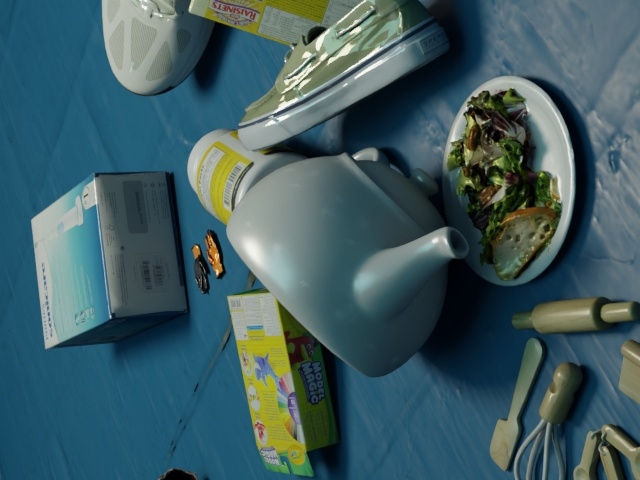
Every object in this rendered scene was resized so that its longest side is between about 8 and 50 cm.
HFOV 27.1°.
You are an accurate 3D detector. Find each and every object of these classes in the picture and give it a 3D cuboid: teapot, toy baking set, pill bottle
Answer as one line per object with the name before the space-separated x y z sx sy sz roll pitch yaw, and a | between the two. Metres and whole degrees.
teapot | 0.042 -0.001 1.340 0.187 0.252 0.256 -46 67 3
toy baking set | 0.221 0.148 1.192 0.256 0.030 0.197 -3 89 59
pill bottle | -0.080 -0.067 1.590 0.208 0.119 0.119 -146 60 -61

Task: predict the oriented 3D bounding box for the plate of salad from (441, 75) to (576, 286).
plate of salad | 0.167 -0.056 1.255 0.200 0.048 0.200 7 98 59

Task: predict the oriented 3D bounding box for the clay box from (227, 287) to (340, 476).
clay box | -0.043 0.167 1.595 0.127 0.053 0.222 -7 95 59

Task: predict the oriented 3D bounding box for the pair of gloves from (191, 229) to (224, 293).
pair of gloves | -0.159 0.029 1.839 0.083 0.010 0.074 -46 53 51

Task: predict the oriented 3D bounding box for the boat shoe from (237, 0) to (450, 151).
boat shoe | 0.012 -0.184 1.420 0.302 0.109 0.094 -25 94 42

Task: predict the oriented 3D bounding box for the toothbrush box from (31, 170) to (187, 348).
toothbrush box | -0.327 0.035 2.008 0.295 0.126 0.216 -25 71 56

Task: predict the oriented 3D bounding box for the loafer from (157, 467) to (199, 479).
loafer | -0.154 0.407 1.732 0.366 0.133 0.130 27 115 55

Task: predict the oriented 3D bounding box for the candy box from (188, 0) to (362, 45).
candy box | -0.031 -0.263 1.437 0.027 0.205 0.105 -80 10 -50

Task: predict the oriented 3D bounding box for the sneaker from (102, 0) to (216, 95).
sneaker | -0.221 -0.373 1.658 0.257 0.169 0.448 -57 -16 -65
